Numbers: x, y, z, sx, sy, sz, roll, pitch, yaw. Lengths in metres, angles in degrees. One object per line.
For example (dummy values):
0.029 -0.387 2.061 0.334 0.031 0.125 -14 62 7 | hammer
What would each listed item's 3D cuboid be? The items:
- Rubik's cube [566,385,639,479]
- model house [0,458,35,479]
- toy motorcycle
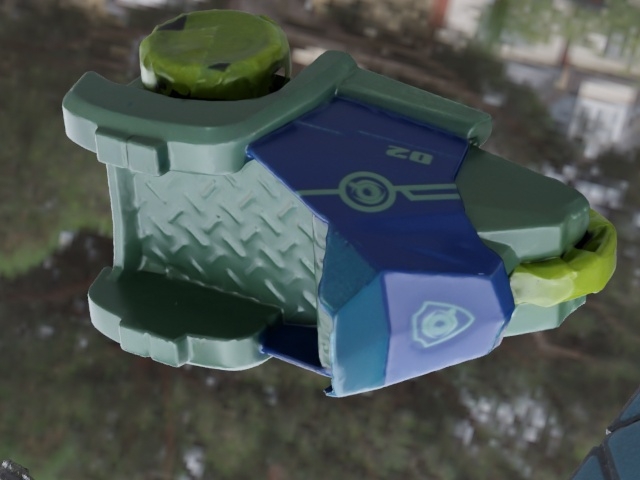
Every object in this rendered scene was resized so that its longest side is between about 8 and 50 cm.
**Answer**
0.301 0.215 1.155 0.205 0.207 0.205 1 -142 50 | Rubik's cube
-0.213 0.318 1.097 0.218 0.278 0.205 55 161 -23 | model house
0.000 0.000 1.034 0.326 0.191 0.200 16 -143 28 | toy motorcycle
